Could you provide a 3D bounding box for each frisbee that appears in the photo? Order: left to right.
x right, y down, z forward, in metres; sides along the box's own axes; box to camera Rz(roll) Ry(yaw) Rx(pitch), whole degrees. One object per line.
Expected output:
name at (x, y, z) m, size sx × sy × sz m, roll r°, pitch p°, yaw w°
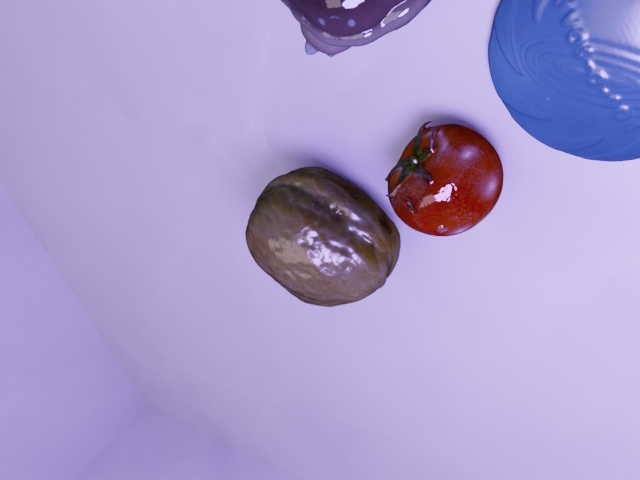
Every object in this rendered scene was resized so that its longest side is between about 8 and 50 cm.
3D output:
frisbee at (0.334, -0.211, 0.726) m, size 0.289 × 0.049 × 0.290 m, roll 25°, pitch 141°, yaw 22°

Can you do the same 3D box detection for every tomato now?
tomato at (0.189, -0.090, 0.905) m, size 0.167 × 0.167 × 0.167 m, roll 25°, pitch 140°, yaw 22°

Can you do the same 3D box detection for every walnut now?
walnut at (0.000, 0.000, 1.098) m, size 0.282 × 0.227 × 0.283 m, roll 15°, pitch 128°, yaw 21°

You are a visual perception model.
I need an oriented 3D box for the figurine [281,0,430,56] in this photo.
figurine at (0.009, -0.364, 0.653) m, size 0.248 × 0.203 × 0.380 m, roll -32°, pitch 148°, yaw 16°
